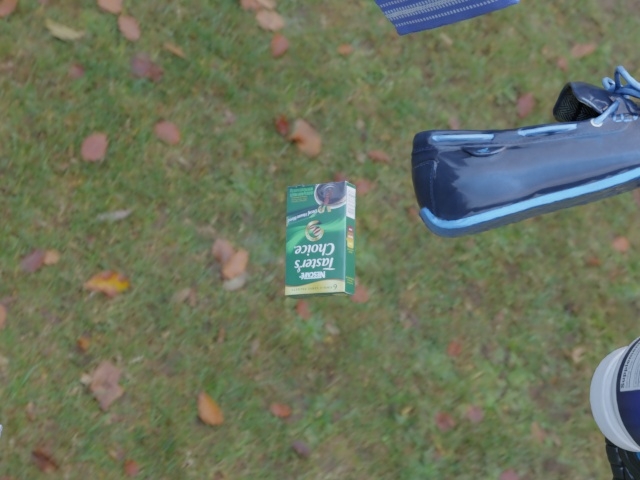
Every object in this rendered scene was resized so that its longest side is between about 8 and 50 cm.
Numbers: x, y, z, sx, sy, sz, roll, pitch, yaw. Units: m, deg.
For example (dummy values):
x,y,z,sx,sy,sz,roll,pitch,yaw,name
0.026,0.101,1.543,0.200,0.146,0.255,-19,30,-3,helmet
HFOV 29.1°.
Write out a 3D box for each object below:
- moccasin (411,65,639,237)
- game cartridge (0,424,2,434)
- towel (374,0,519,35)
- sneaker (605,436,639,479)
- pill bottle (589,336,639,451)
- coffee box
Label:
x,y,z,sx,sy,sz,roll,pitch,yaw,name
0.251,-0.099,1.151,0.342,0.138,0.117,-15,82,-11,moccasin
-0.428,0.261,1.517,0.056,0.017,0.083,14,86,5,game cartridge
0.072,-0.397,1.460,0.040,0.243,0.336,-47,111,-21,towel
0.499,0.324,1.819,0.139,0.341,0.125,-12,37,-28,sneaker
0.411,0.164,1.329,0.153,0.264,0.153,3,79,-17,pill bottle
0.000,0.000,1.993,0.040,0.113,0.184,21,68,-61,coffee box
